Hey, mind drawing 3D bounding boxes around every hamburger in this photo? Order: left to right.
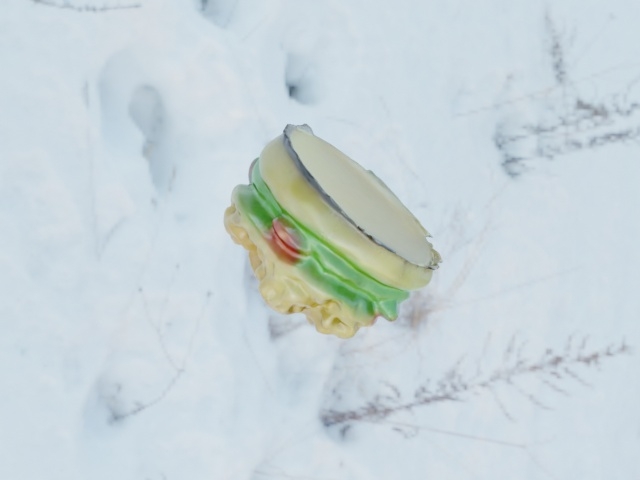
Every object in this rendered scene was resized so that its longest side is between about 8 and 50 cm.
[{"bbox_3d":[0.000,0.000,1.144,0.149,0.237,0.237,-48,150,18],"label":"hamburger"}]
